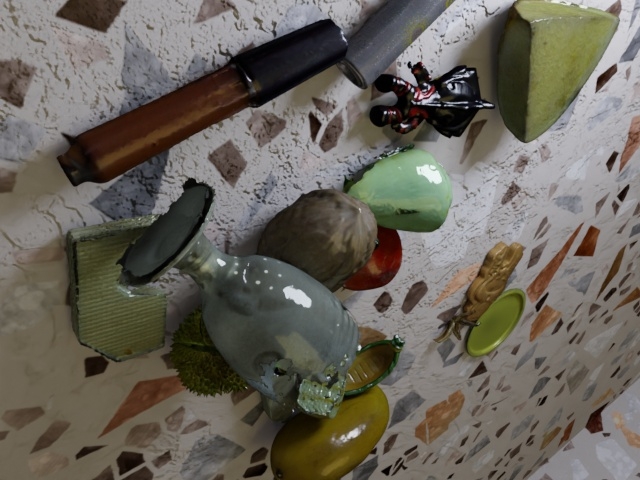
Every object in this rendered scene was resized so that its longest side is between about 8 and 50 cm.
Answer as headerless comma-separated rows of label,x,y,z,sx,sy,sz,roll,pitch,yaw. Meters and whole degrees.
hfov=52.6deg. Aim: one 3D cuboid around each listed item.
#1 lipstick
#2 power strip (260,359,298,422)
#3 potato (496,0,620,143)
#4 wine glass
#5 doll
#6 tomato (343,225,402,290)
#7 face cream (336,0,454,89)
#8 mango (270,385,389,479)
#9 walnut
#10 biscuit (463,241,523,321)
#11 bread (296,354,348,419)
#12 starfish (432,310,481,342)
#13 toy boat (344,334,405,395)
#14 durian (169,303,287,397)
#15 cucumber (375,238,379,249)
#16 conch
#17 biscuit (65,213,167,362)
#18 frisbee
lipstick,-0.147,-0.188,0.865,0.418,0.077,0.077,-31,137,-18
power strip,-0.086,0.272,1.310,0.080,0.048,0.286,-24,135,-23
potato,0.406,-0.321,1.240,0.269,0.112,0.255,-12,132,-32
wine glass,-0.100,0.088,0.923,0.190,0.190,0.357,-45,118,-4
doll,0.201,-0.247,1.137,0.249,0.088,0.127,-8,147,-27
tomato,0.103,0.039,1.263,0.139,0.091,0.159,-6,122,-41
face cream,0.141,-0.354,0.997,0.283,0.073,0.073,-46,140,-4
mango,0.034,0.429,1.433,0.332,0.195,0.142,-27,112,-28
walnut,0.000,0.002,1.060,0.178,0.178,0.230,-8,160,-38
biscuit,0.440,0.110,1.674,0.144,0.040,0.236,6,115,-38
bread,0.012,0.301,1.360,0.110,0.103,0.156,70,36,-58
starfish,0.359,0.211,1.666,0.133,0.041,0.130,-7,138,-36
toy boat,0.094,0.289,1.451,0.229,0.089,0.088,-34,155,0
durian,-0.161,0.171,1.093,0.198,0.146,0.159,-21,117,-37
cucumber,0.064,-0.006,1.186,0.048,0.105,0.048,-30,135,-36
conch,0.141,-0.096,1.188,0.251,0.137,0.143,15,139,-28
biscuit,-0.296,0.078,0.965,0.147,0.046,0.250,-16,130,-35
frisbee,0.495,0.233,1.831,0.236,0.017,0.236,-24,135,-27
